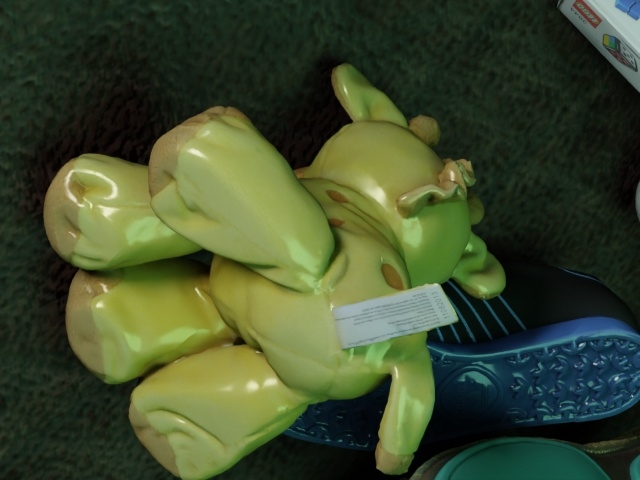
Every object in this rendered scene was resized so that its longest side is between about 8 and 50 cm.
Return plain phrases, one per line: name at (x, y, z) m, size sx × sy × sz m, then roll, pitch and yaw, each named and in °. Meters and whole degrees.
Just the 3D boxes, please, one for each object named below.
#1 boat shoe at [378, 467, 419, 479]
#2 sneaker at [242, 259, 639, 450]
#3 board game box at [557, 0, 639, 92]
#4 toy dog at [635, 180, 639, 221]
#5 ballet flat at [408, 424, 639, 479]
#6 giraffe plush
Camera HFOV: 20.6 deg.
boat shoe at (-0.001, 0.227, 0.993) m, size 0.341 × 0.127 × 0.158 m, roll -16°, pitch 117°, yaw -38°
sneaker at (0.061, 0.056, 0.963) m, size 0.232 × 0.090 × 0.081 m, roll 1°, pitch 118°, yaw -13°
board game box at (0.301, -0.085, 0.934) m, size 0.193 × 0.305 × 0.053 m, roll -43°, pitch 177°, yaw -8°
toy dog at (0.343, 0.059, 1.047) m, size 0.220 × 0.333 × 0.161 m, roll -30°, pitch 175°, yaw 8°
ballet flat at (0.142, 0.166, 0.947) m, size 0.349 × 0.123 × 0.123 m, roll -4°, pitch 118°, yaw -50°
giraffe plush at (0.000, 0.000, 0.840) m, size 0.170 × 0.210 × 0.181 m, roll -45°, pitch 131°, yaw -53°
